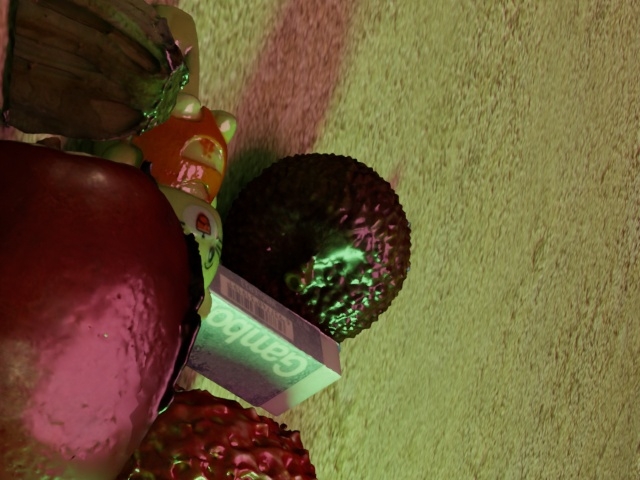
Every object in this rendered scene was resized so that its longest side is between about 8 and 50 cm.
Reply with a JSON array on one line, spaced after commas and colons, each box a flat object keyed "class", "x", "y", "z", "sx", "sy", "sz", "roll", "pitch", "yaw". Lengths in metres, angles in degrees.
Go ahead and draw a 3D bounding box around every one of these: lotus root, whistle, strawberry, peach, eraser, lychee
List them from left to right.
[{"class": "peach", "x": -0.245, "y": 0.080, "z": 1.350, "sx": 0.201, "sy": 0.258, "sz": 0.361, "roll": 26, "pitch": 87, "yaw": -31}, {"class": "lotus root", "x": -0.167, "y": -0.139, "z": 1.457, "sx": 0.070, "sy": 0.144, "sz": 0.143, "roll": -34, "pitch": 145, "yaw": -63}, {"class": "whistle", "x": -0.130, "y": -0.061, "z": 1.570, "sx": 0.131, "sy": 0.106, "sz": 0.288, "roll": 24, "pitch": 64, "yaw": -45}, {"class": "strawberry", "x": -0.131, "y": 0.224, "z": 1.723, "sx": 0.178, "sy": 0.234, "sz": 0.234, "roll": 49, "pitch": 61, "yaw": -35}, {"class": "eraser", "x": -0.080, "y": 0.085, "z": 1.719, "sx": 0.212, "sy": 0.092, "sz": 0.046, "roll": 35, "pitch": 33, "yaw": -37}, {"class": "lychee", "x": -0.003, "y": 0.004, "z": 1.816, "sx": 0.194, "sy": 0.194, "sz": 0.194, "roll": -42, "pitch": 141, "yaw": -46}]

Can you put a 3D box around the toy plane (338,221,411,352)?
[{"class": "toy plane", "x": 0.054, "y": 0.046, "z": 2.087, "sx": 0.167, "sy": 0.062, "sz": 0.054, "roll": -54, "pitch": 151, "yaw": -12}]
